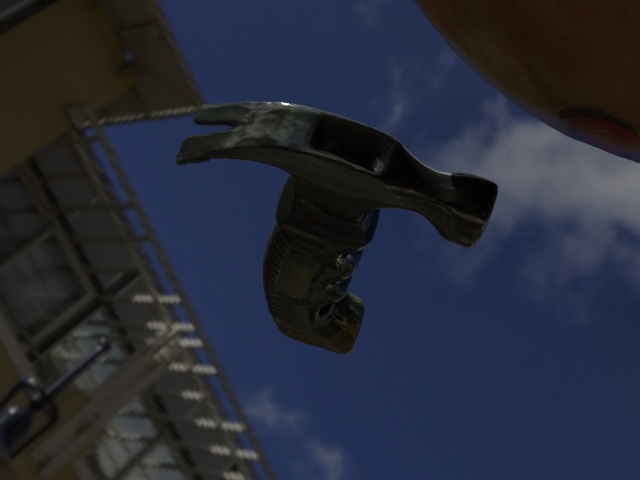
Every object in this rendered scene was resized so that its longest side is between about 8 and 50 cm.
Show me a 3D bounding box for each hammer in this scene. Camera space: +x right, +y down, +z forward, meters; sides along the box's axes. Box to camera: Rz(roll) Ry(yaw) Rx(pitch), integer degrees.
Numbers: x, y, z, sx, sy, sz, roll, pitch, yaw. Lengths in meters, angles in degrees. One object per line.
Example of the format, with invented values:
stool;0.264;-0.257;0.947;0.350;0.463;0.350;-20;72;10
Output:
hammer;0.000;0.000;0.734;0.158;0.041;0.226;20;-25;4

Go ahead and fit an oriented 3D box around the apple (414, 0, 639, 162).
apple;0.194;-0.239;0.649;0.391;0.391;0.346;8;-32;39
